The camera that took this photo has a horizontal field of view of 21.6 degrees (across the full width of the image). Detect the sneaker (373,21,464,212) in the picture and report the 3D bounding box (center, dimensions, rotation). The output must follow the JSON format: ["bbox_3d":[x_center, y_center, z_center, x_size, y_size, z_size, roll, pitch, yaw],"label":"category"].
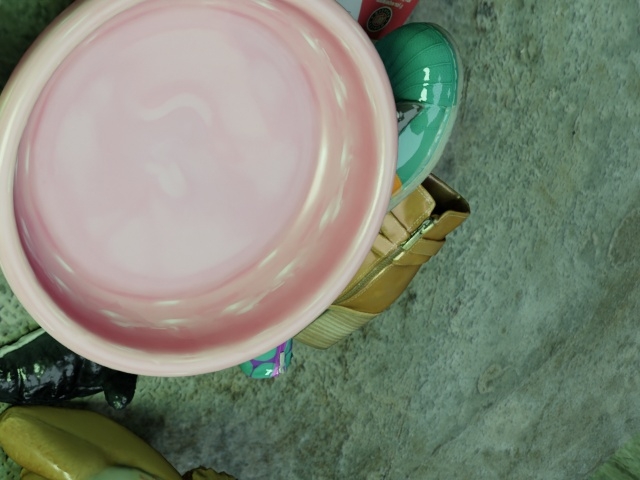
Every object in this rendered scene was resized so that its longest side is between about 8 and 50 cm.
[{"bbox_3d":[0.007,-0.058,1.430,0.302,0.108,0.121,-54,157,23],"label":"sneaker"}]

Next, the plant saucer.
[{"bbox_3d":[-0.102,-0.060,1.293,0.332,0.084,0.332,-10,114,-22],"label":"plant saucer"}]

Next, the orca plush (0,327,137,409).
[{"bbox_3d":[-0.220,0.114,1.612,0.287,0.102,0.151,-7,135,-49],"label":"orca plush"}]

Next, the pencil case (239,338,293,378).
[{"bbox_3d":[-0.051,0.083,1.834,0.064,0.070,0.151,-25,146,-33],"label":"pencil case"}]

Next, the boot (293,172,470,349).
[{"bbox_3d":[0.000,0.000,1.611,0.220,0.109,0.283,-43,137,22],"label":"boot"}]

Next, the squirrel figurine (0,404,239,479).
[{"bbox_3d":[-0.252,0.392,1.782,0.397,0.281,0.370,3,133,-52],"label":"squirrel figurine"}]

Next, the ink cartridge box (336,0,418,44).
[{"bbox_3d":[-0.064,-0.153,1.447,0.197,0.114,0.273,2,128,-56],"label":"ink cartridge box"}]
